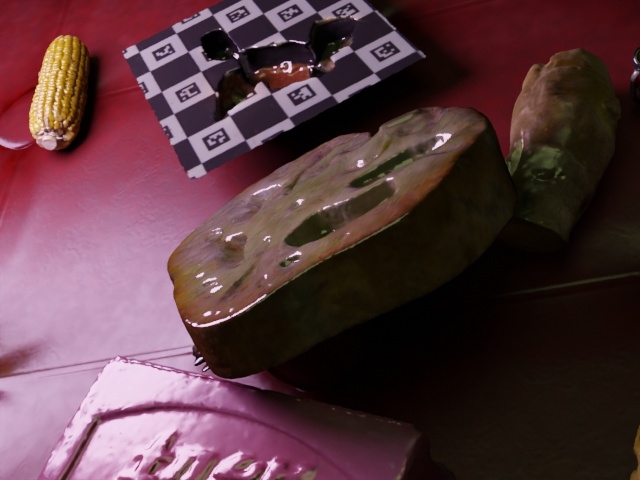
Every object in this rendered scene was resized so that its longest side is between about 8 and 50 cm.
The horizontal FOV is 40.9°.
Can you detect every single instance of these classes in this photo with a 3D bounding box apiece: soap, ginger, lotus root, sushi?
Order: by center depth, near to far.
[{"bbox_3d":[-0.085,0.258,0.786,0.359,0.128,0.233,7,57,29],"label":"soap"},{"bbox_3d":[0.000,0.000,0.868,0.390,0.111,0.375,-15,26,37],"label":"lotus root"},{"bbox_3d":[0.259,-0.103,0.937,0.116,0.109,0.263,21,62,7],"label":"ginger"},{"bbox_3d":[-0.075,-0.242,1.219,0.343,0.064,0.359,-28,47,-6],"label":"sushi"}]

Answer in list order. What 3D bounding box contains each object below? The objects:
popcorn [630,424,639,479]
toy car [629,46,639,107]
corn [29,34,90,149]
[{"bbox_3d":[0.349,0.174,0.604,0.249,0.225,0.249,-15,45,16],"label":"popcorn"},{"bbox_3d":[0.422,-0.187,0.947,0.139,0.112,0.112,-40,64,3],"label":"toy car"},{"bbox_3d":[-0.405,-0.234,1.341,0.080,0.080,0.238,-14,51,13],"label":"corn"}]
